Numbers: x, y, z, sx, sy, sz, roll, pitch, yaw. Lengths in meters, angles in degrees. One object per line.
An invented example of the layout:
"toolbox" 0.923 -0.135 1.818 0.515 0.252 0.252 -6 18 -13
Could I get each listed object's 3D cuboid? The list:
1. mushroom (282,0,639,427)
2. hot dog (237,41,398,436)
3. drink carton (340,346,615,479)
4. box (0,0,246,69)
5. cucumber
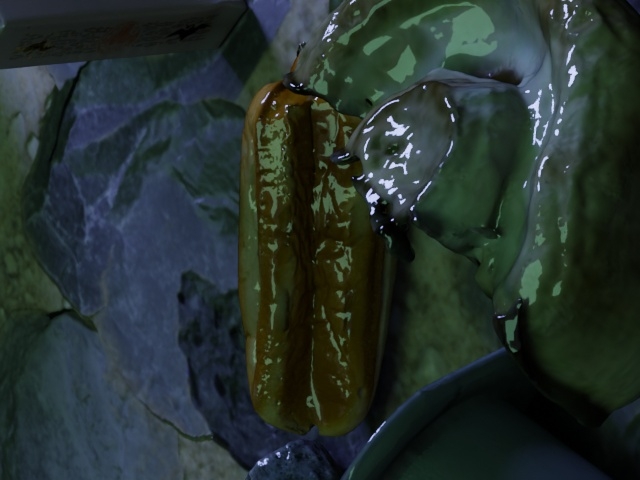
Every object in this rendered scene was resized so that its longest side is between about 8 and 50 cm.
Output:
"mushroom" 0.118 -0.044 0.904 0.164 0.189 0.267 -45 34 11
"hot dog" 0.000 0.000 1.100 0.102 0.076 0.249 2 105 7
"drink carton" 0.110 0.194 0.962 0.189 0.191 0.185 40 123 24
"box" -0.220 -0.269 1.166 0.051 0.204 0.365 -49 65 39
"cucumber" 0.002 0.185 1.145 0.112 0.064 0.064 50 129 26
